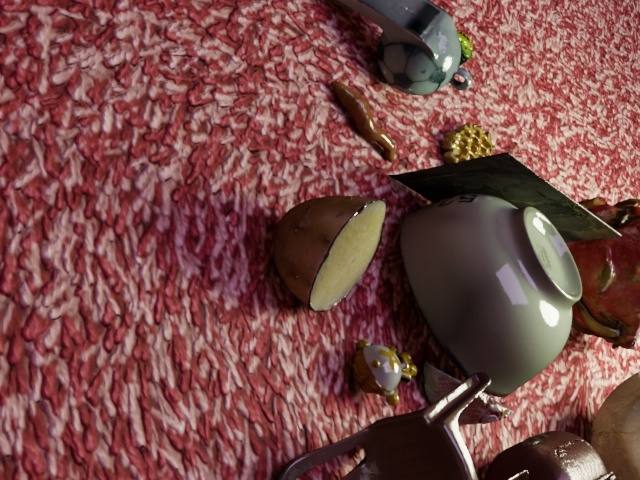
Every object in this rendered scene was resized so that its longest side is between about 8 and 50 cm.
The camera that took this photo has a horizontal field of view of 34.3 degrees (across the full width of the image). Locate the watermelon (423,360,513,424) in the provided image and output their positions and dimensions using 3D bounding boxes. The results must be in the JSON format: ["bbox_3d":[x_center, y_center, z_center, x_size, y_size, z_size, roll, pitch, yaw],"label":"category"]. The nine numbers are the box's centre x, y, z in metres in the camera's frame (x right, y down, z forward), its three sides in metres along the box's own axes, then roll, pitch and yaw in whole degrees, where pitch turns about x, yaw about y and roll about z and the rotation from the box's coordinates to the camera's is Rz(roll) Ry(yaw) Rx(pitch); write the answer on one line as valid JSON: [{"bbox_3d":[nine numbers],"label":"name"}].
[{"bbox_3d":[0.226,0.250,1.654,0.180,0.094,0.081,26,61,-21],"label":"watermelon"}]

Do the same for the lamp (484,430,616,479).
[{"bbox_3d":[0.372,0.399,1.675,0.258,0.180,0.180,-5,76,-51],"label":"lamp"}]

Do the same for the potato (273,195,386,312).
[{"bbox_3d":[0.000,0.000,1.469,0.117,0.182,0.202,28,22,19],"label":"potato"}]

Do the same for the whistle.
[{"bbox_3d":[0.145,-0.353,1.838,0.290,0.163,0.163,34,40,2],"label":"whistle"}]

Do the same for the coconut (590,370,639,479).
[{"bbox_3d":[0.691,0.409,1.955,0.360,0.346,0.346,47,36,-59],"label":"coconut"}]

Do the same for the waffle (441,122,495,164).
[{"bbox_3d":[0.295,-0.144,1.982,0.192,0.046,0.160,-23,88,-54],"label":"waffle"}]

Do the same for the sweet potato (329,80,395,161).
[{"bbox_3d":[0.076,-0.199,1.738,0.179,0.044,0.044,49,40,-22],"label":"sweet potato"}]

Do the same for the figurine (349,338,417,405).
[{"bbox_3d":[0.101,0.193,1.535,0.143,0.068,0.101,30,33,-41],"label":"figurine"}]

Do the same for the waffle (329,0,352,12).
[{"bbox_3d":[0.011,-0.458,1.808,0.135,0.021,0.092,16,61,-49],"label":"waffle"}]

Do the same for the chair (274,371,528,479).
[{"bbox_3d":[0.108,0.316,1.382,0.326,0.183,0.175,-20,87,-55],"label":"chair"}]

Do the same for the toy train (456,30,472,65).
[{"bbox_3d":[0.209,-0.430,2.022,0.250,0.053,0.085,36,38,-36],"label":"toy train"}]

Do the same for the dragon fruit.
[{"bbox_3d":[0.543,0.052,2.043,0.263,0.314,0.296,26,15,18],"label":"dragon fruit"}]

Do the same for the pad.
[{"bbox_3d":[0.325,-0.059,1.807,0.368,0.248,0.007,27,65,-42],"label":"pad"}]

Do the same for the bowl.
[{"bbox_3d":[0.305,0.062,1.711,0.354,0.185,0.353,39,33,-32],"label":"bowl"}]
